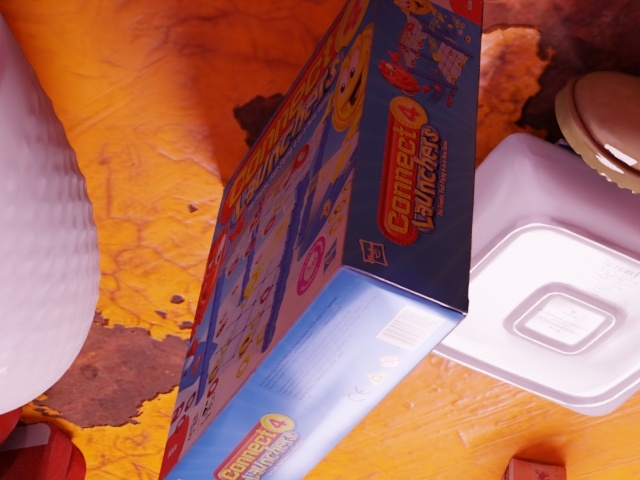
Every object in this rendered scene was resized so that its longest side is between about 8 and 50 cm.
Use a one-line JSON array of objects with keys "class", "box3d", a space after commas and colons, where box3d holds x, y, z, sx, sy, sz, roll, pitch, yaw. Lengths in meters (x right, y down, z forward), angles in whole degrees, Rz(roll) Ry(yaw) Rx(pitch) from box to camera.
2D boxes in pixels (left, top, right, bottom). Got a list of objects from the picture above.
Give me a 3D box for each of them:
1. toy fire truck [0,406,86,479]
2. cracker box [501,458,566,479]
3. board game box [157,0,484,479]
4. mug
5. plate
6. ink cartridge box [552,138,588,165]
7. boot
[{"class": "toy fire truck", "box3d": [-0.406, 0.293, 1.377, 0.302, 0.254, 0.169, -12, 136, 21]}, {"class": "cracker box", "box3d": [0.216, 0.371, 1.443, 0.067, 0.156, 0.232, 9, 140, -2]}, {"class": "board game box", "box3d": [0.000, 0.000, 0.936, 0.086, 0.302, 0.308, 22, 137, -16]}, {"class": "mug", "box3d": [-0.351, -0.029, 1.020, 0.374, 0.276, 0.328, 25, 155, 27]}, {"class": "plate", "box3d": [0.206, 0.053, 1.090, 0.277, 0.045, 0.278, 23, 138, -15]}, {"class": "ink cartridge box", "box3d": [0.225, 0.007, 1.102, 0.223, 0.045, 0.224, 25, 138, -18]}, {"class": "boot", "box3d": [0.335, -0.128, 0.907, 0.236, 0.089, 0.269, 17, 140, -27]}]
